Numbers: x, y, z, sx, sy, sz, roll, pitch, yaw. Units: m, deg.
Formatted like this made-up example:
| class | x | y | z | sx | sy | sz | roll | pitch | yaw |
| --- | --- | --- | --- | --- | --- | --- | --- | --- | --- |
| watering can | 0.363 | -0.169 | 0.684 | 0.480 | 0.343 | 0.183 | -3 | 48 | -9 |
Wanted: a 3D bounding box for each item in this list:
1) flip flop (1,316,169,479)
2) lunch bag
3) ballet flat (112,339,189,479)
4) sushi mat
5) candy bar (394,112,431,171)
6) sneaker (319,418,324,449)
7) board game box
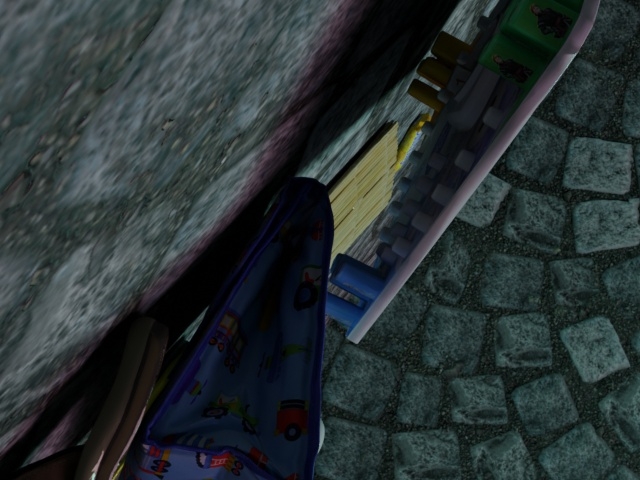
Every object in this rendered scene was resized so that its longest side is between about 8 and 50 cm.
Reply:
| class | x | y | z | sx | sy | sz | roll | pitch | yaw |
| --- | --- | --- | --- | --- | --- | --- | --- | --- | --- |
| flip flop | -0.190 | 0.176 | 0.791 | 0.277 | 0.080 | 0.112 | -67 | -171 | -10 |
| lunch bag | -0.060 | 0.097 | 0.960 | 0.221 | 0.138 | 0.293 | 120 | -11 | -57 |
| ballet flat | -0.167 | 0.195 | 1.052 | 0.231 | 0.077 | 0.077 | -49 | 167 | -21 |
| sushi mat | 0.000 | 0.000 | 1.277 | 0.316 | 0.019 | 0.151 | -49 | 155 | -34 |
| candy bar | 0.125 | -0.136 | 1.617 | 0.040 | 0.018 | 0.161 | -49 | 175 | -27 |
| sneaker | -0.120 | 0.224 | 1.189 | 0.240 | 0.126 | 0.091 | -27 | -146 | 6 |
| board game box | 0.135 | -0.157 | 0.951 | 0.390 | 0.050 | 0.390 | -58 | -175 | 48 |
